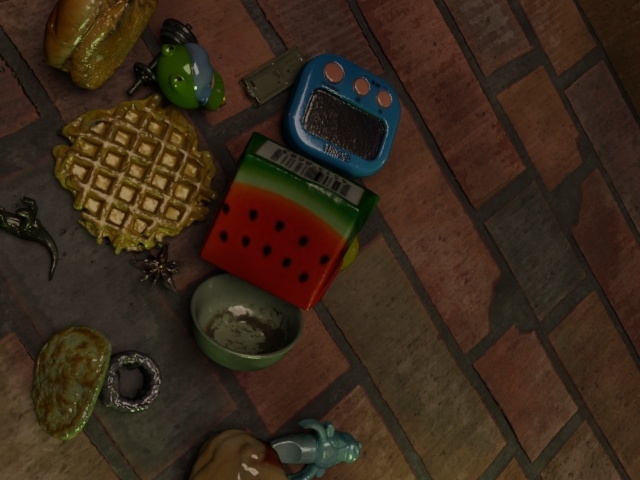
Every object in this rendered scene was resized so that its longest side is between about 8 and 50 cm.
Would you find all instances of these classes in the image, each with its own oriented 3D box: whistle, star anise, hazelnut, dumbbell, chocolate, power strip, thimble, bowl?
[{"bbox_3d":[-0.011,0.557,1.754,0.274,0.093,0.186,4,106,-25],"label":"whistle"},{"bbox_3d":[-0.395,0.080,1.635,0.124,0.056,0.129,-27,79,-33],"label":"star anise"},{"bbox_3d":[-0.201,0.602,1.586,0.261,0.241,0.261,12,50,-14],"label":"hazelnut"},{"bbox_3d":[-0.417,-0.472,1.695,0.110,0.110,0.254,41,72,-17],"label":"dumbbell"},{"bbox_3d":[-0.088,-0.035,1.618,0.360,0.161,0.341,27,109,0],"label":"chocolate"},{"bbox_3d":[-0.115,-0.484,1.891,0.268,0.034,0.092,-40,101,-27],"label":"power strip"},{"bbox_3d":[-0.454,0.334,1.546,0.150,0.098,0.150,5,79,-28],"label":"thimble"},{"bbox_3d":[-0.200,0.228,1.647,0.289,0.146,0.289,15,36,-11],"label":"bowl"}]

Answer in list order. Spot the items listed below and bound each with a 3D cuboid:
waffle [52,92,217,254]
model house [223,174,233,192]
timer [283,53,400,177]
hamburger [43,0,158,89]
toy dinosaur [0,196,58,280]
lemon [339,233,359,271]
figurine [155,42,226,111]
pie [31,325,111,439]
[{"bbox_3d":[-0.450,-0.170,1.636,0.382,0.095,0.380,-29,97,-26],"label":"waffle"},{"bbox_3d":[-0.228,-0.149,1.766,0.083,0.057,0.058,-23,100,-29],"label":"model house"},{"bbox_3d":[0.062,-0.360,1.910,0.340,0.115,0.309,22,79,-24],"label":"timer"},{"bbox_3d":[-0.513,-0.514,1.524,0.170,0.314,0.290,36,34,-16],"label":"hamburger"},{"bbox_3d":[-0.706,-0.005,1.511,0.187,0.087,0.179,3,117,-13],"label":"toy dinosaur"},{"bbox_3d":[0.000,0.000,1.794,0.248,0.184,0.184,10,77,-22],"label":"lemon"},{"bbox_3d":[-0.319,-0.405,1.662,0.143,0.263,0.162,-14,82,15],"label":"figurine"},{"bbox_3d":[-0.558,0.312,1.466,0.090,0.201,0.248,35,70,-60],"label":"pie"}]
